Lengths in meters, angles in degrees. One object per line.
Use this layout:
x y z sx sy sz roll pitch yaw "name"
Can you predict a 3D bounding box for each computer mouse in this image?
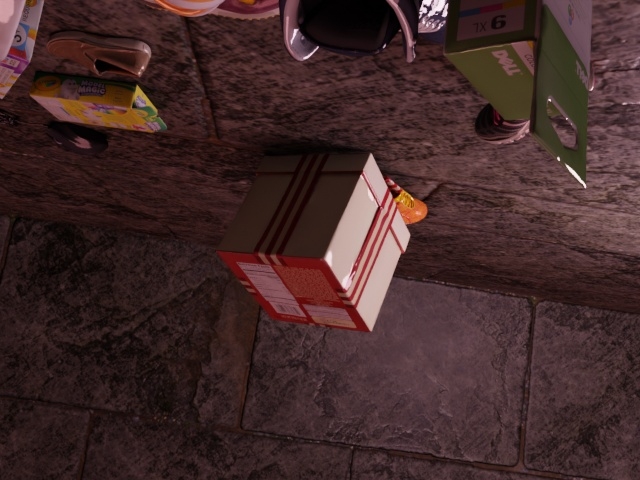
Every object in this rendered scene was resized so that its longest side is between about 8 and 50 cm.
-0.511 -0.197 1.209 0.242 0.041 0.071 12 170 -18 "computer mouse"

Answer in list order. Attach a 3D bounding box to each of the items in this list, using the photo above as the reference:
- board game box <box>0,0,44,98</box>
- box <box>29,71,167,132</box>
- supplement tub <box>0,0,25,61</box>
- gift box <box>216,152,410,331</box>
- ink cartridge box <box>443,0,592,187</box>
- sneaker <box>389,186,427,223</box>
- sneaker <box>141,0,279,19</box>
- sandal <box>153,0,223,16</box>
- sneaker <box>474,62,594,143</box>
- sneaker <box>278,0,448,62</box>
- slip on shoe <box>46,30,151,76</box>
-0.380 -0.239 0.543 0.275 0.142 0.144 15 169 -33 "board game box"
-0.326 -0.205 0.998 0.179 0.043 0.105 10 170 4 "box"
-0.308 -0.230 0.383 0.272 0.191 0.191 15 169 -31 "supplement tub"
0.000 0.000 1.200 0.255 0.258 0.276 7 146 28 "gift box"
0.133 -0.146 0.433 0.062 0.209 0.109 -1 166 35 "ink cartridge box"
0.150 -0.073 1.300 0.175 0.064 0.067 12 161 -36 "sneaker"
-0.094 -0.233 0.551 0.185 0.069 0.084 4 170 18 "sneaker"
-0.085 -0.223 0.426 0.102 0.076 0.265 18 154 -18 "sandal"
0.215 -0.159 0.735 0.075 0.063 0.170 12 165 -21 "sneaker"
0.054 -0.177 0.491 0.099 0.153 0.282 5 170 24 "sneaker"
-0.278 -0.227 0.824 0.135 0.041 0.051 8 170 6 "slip on shoe"
